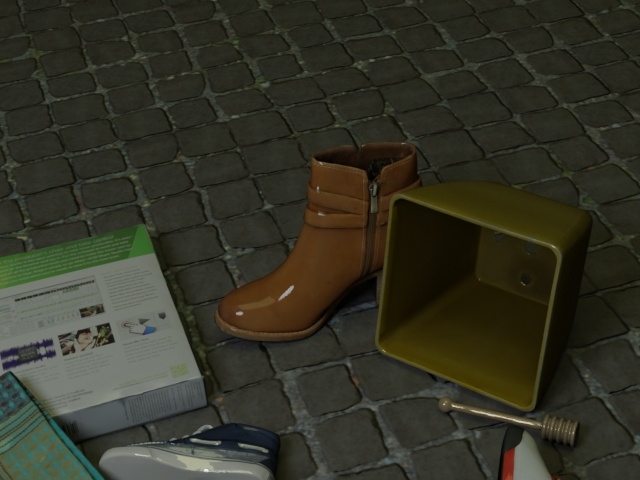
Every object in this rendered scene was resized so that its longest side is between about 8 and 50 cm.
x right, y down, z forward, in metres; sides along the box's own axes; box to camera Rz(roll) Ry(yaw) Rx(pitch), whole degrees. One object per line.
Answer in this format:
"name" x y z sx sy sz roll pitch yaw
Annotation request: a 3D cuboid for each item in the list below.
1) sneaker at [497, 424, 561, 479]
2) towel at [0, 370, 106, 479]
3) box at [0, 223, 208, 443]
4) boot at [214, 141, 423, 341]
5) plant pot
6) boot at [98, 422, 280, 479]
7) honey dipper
"sneaker" 0.247 0.299 1.233 0.145 0.090 0.270 1 41 5
"towel" -0.333 0.308 1.264 0.271 0.040 0.370 -31 51 -24
"box" -0.289 0.112 1.549 0.232 0.058 0.322 -14 40 -12
"boot" 0.000 0.000 1.532 0.283 0.220 0.109 -11 38 -9
"plant pot" 0.211 0.040 1.493 0.212 0.212 0.187 20 30 28
"boot" -0.139 0.237 1.373 0.190 0.069 0.086 8 31 3
"honey dipper" 0.208 0.200 1.414 0.161 0.030 0.030 9 39 21
